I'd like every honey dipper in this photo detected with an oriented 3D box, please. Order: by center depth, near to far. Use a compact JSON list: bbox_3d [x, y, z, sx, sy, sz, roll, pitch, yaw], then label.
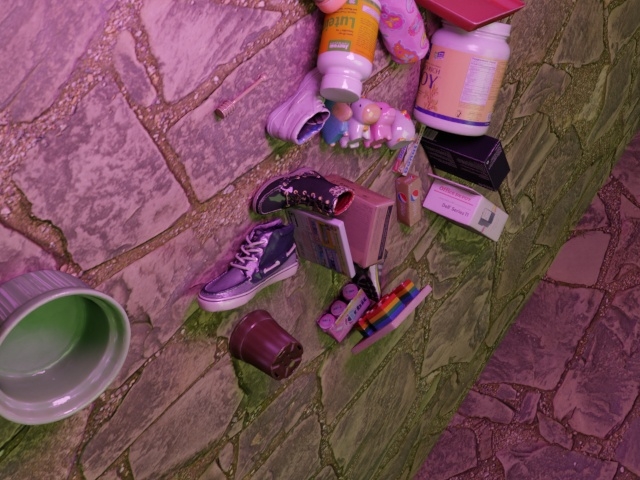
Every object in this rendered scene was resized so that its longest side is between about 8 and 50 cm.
[{"bbox_3d":[-0.181,-0.344,1.553,0.160,0.030,0.030,-45,141,-25],"label":"honey dipper"}]

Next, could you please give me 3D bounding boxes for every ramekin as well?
[{"bbox_3d":[-0.563,0.208,1.353,0.303,0.148,0.303,-28,132,-36],"label":"ramekin"}]

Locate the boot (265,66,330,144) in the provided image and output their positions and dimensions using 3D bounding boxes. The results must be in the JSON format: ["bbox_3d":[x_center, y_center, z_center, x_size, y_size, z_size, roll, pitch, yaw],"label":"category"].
[{"bbox_3d":[-0.014,-0.340,1.674,0.258,0.123,0.095,-50,142,-15],"label":"boot"}]

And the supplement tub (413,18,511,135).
[{"bbox_3d":[0.433,-0.507,2.003,0.241,0.241,0.331,-12,121,-46],"label":"supplement tub"}]

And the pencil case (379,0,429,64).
[{"bbox_3d":[0.202,-0.605,1.770,0.124,0.124,0.284,-55,142,-9],"label":"pencil case"}]

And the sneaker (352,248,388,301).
[{"bbox_3d":[0.178,0.086,2.200,0.121,0.111,0.300,-41,141,-31],"label":"sneaker"}]

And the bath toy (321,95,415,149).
[{"bbox_3d":[0.149,-0.341,1.879,0.348,0.151,0.129,-4,73,-48],"label":"bath toy"}]

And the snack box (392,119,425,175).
[{"bbox_3d":[0.290,-0.302,2.148,0.064,0.022,0.178,7,107,-53],"label":"snack box"}]

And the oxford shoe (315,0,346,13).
[{"bbox_3d":[0.064,-0.719,1.526,0.132,0.130,0.364,31,80,-37],"label":"oxford shoe"}]

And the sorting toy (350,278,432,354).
[{"bbox_3d":[0.223,0.250,2.273,0.257,0.089,0.255,-38,176,-43],"label":"sorting toy"}]

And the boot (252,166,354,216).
[{"bbox_3d":[-0.044,-0.112,1.739,0.236,0.178,0.085,-30,134,-36],"label":"boot"}]

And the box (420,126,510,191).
[{"bbox_3d":[0.477,-0.286,2.181,0.103,0.261,0.184,-53,144,-11],"label":"box"}]

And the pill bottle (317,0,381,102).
[{"bbox_3d":[0.066,-0.471,1.615,0.136,0.136,0.246,20,77,-53],"label":"pill bottle"}]

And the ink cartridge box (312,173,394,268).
[{"bbox_3d":[0.085,-0.060,1.881,0.088,0.234,0.193,-17,126,-43],"label":"ink cartridge box"}]

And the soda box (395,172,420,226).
[{"bbox_3d":[0.298,-0.137,2.236,0.061,0.058,0.181,-37,136,-30],"label":"soda box"}]

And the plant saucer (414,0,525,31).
[{"bbox_3d":[0.403,-0.674,1.857,0.259,0.258,0.048,-31,148,-35],"label":"plant saucer"}]

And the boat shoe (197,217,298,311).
[{"bbox_3d":[-0.193,0.054,1.737,0.340,0.127,0.158,-29,127,-47],"label":"boat shoe"}]

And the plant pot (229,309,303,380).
[{"bbox_3d":[-0.149,0.311,1.902,0.167,0.165,0.167,-28,132,-36],"label":"plant pot"}]

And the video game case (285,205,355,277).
[{"bbox_3d":[0.000,0.000,1.854,0.023,0.193,0.212,-48,142,-30],"label":"video game case"}]

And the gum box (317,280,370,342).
[{"bbox_3d":[0.077,0.244,2.214,0.188,0.062,0.107,-51,143,-14],"label":"gum box"}]

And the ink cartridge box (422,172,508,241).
[{"bbox_3d":[0.514,-0.117,2.382,0.353,0.207,0.119,21,94,-53],"label":"ink cartridge box"}]
